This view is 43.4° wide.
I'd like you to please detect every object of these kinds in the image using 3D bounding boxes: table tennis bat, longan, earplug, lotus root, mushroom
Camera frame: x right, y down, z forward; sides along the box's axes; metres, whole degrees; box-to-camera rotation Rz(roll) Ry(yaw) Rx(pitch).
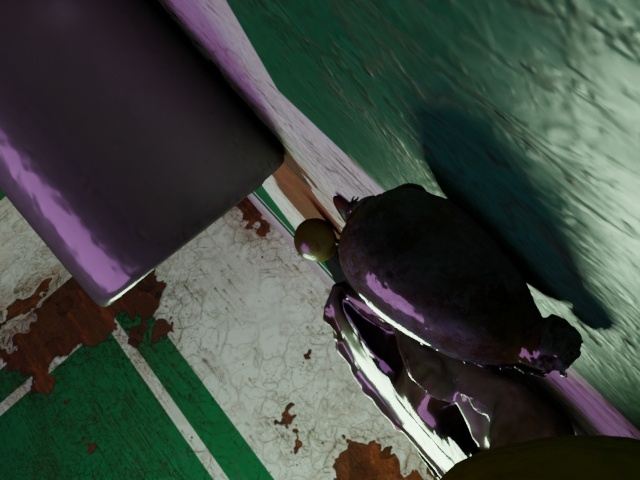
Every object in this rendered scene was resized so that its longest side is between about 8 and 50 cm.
[{"bbox_3d":[0.062,0.007,0.931,0.154,0.019,0.098,54,174,-27],"label":"table tennis bat"},{"bbox_3d":[0.000,0.000,1.245,0.083,0.075,0.075,5,164,12],"label":"longan"},{"bbox_3d":[-0.286,-0.155,1.040,0.394,0.313,0.312,50,176,-7],"label":"earplug"},{"bbox_3d":[0.078,0.028,0.484,0.165,0.088,0.088,38,174,13],"label":"lotus root"},{"bbox_3d":[0.133,0.148,0.792,0.344,0.130,0.247,40,155,57],"label":"mushroom"}]

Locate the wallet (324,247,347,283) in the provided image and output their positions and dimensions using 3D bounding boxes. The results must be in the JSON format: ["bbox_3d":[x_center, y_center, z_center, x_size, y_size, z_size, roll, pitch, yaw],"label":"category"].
[{"bbox_3d":[0.080,0.093,1.400,0.250,0.044,0.149,46,172,37],"label":"wallet"}]

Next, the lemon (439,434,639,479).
[{"bbox_3d":[0.137,0.232,0.411,0.285,0.285,0.316,49,161,0],"label":"lemon"}]
